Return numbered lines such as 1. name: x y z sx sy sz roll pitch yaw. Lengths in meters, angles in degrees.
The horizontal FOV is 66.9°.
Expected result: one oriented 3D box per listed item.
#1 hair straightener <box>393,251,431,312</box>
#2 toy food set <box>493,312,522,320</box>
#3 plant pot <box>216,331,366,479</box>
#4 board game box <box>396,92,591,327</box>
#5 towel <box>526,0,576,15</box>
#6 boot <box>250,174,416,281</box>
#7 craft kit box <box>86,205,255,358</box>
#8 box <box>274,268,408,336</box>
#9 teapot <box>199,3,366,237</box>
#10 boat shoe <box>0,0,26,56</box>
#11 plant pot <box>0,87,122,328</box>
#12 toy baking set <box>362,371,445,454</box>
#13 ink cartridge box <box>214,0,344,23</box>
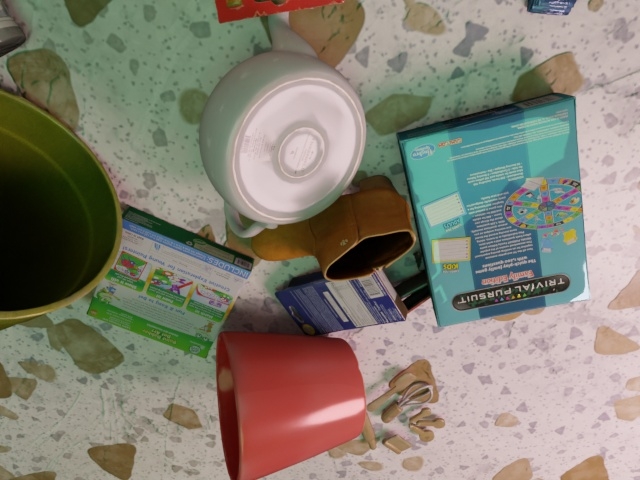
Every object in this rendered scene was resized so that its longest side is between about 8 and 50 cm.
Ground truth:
1. hair straightener: 0.212 0.053 0.895 0.230 0.047 0.089 -35 114 20
2. toy food set: 0.363 0.126 0.950 0.083 0.020 0.082 -20 118 12
3. plant pot: -0.061 0.297 0.923 0.243 0.275 0.275 -2 123 -19
4. board game box: 0.284 -0.039 0.794 0.254 0.079 0.336 -12 111 9
5. towel: 0.326 -0.370 0.652 0.067 0.029 0.119 4 120 -2
6. boot: 0.001 0.000 0.774 0.295 0.211 0.104 -24 116 15
7. craft kit box: -0.288 0.090 0.927 0.250 0.061 0.246 25 116 -13
8. box: 0.034 0.114 0.918 0.225 0.036 0.136 -17 120 31
9. teapot: -0.073 -0.154 0.706 0.256 0.187 0.252 -39 134 -9
10. boat shoe: -0.589 -0.274 0.687 0.320 0.118 0.103 -18 113 7
11. plant pot: -0.567 0.008 0.743 0.353 0.366 0.366 -31 116 31
12. toy baking set: 0.176 0.398 1.114 0.197 0.030 0.256 -19 119 9
13. ink cartridge box: -0.071 -0.407 0.601 0.181 0.056 0.224 -7 105 5
